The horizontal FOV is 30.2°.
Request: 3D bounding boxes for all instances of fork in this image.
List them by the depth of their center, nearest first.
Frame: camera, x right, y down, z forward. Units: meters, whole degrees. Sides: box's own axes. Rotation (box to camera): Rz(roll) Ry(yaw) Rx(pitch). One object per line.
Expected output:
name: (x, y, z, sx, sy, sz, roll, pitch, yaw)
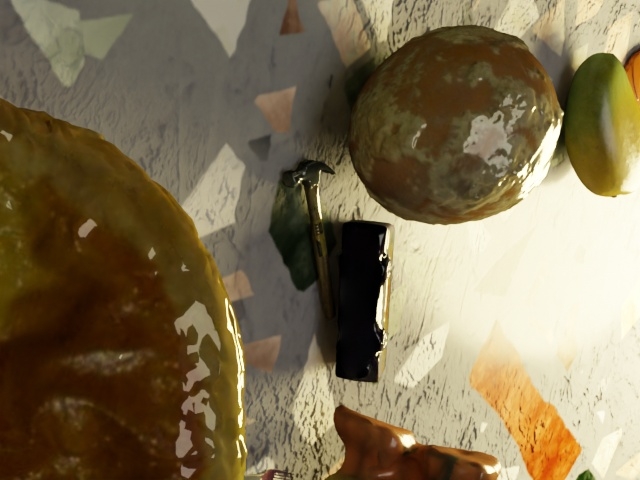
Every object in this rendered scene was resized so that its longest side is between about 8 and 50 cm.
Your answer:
fork: (-0.072, 0.243, 1.211, 0.115, 0.012, 0.016, 9, 90, -45)

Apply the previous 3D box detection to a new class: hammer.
hammer: (0.000, 0.000, 1.220, 0.062, 0.017, 0.182, -34, 126, -39)

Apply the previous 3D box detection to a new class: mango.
mango: (0.373, -0.149, 1.551, 0.130, 0.091, 0.195, -22, 112, -42)

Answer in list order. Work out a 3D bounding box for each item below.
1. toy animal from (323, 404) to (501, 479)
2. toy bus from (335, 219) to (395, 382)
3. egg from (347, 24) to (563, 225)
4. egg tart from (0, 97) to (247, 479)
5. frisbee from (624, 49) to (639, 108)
toy animal: (0.048, 0.356, 1.244, 0.191, 0.216, 0.338, 38, 73, -76)
toy bus: (0.047, 0.061, 1.253, 0.072, 0.057, 0.172, -37, 132, -72)
egg: (0.133, -0.116, 1.204, 0.245, 0.203, 0.203, -22, 117, -37)
egg tart: (-0.262, 0.124, 0.759, 0.443, 0.178, 0.443, 1, 88, -22)
frisbee: (0.473, -0.181, 1.703, 0.192, 0.035, 0.192, -17, 114, -45)
